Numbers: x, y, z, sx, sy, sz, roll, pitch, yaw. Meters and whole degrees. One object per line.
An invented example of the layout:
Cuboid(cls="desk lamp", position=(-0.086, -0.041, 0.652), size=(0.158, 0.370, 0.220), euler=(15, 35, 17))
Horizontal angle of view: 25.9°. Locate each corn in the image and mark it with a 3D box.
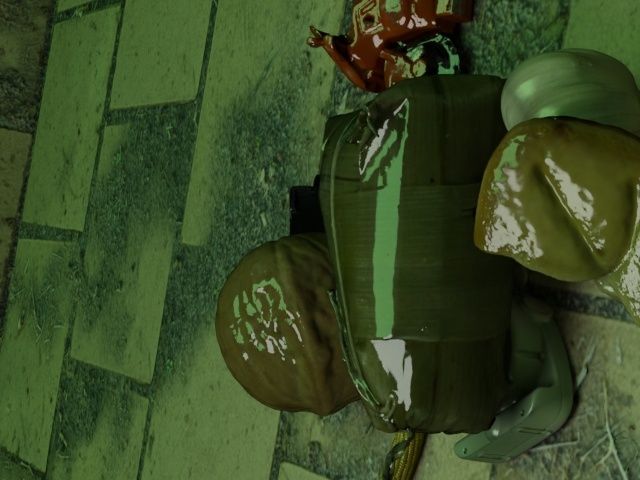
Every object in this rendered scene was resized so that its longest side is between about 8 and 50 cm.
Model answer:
Cuboid(cls="corn", position=(0.096, 0.244, 1.606), size=(0.037, 0.037, 0.092), euler=(40, 117, 59))

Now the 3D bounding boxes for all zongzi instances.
Cuboid(cls="zongzi", position=(0.077, 0.060, 1.455), size=(0.418, 0.182, 0.447), euler=(-173, 84, -74))

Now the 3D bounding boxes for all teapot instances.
Cuboid(cls="teapot", position=(0.000, 0.000, 1.832), size=(0.096, 0.087, 0.177), euler=(101, 169, -69))

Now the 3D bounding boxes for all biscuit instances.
Cuboid(cls="biscuit", position=(0.269, 0.005, 1.162), size=(0.154, 0.299, 0.045), euler=(-61, -12, 18))

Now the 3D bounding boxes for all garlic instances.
Cuboid(cls="garlic", position=(0.287, -0.109, 1.264), size=(0.226, 0.199, 0.199), euler=(-24, 55, 22))

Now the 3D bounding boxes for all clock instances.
Cuboid(cls="clock", position=(0.186, 0.125, 1.447), size=(0.151, 0.062, 0.191), euler=(-46, 42, 47))

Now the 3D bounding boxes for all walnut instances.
Cuboid(cls="walnut", position=(-0.013, 0.101, 1.669), size=(0.228, 0.228, 0.228), euler=(-29, 56, 56))

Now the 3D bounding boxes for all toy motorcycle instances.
Cuboid(cls="toy motorcycle", position=(0.092, -0.318, 1.706), size=(0.221, 0.148, 0.325), euler=(3, 85, 40))
